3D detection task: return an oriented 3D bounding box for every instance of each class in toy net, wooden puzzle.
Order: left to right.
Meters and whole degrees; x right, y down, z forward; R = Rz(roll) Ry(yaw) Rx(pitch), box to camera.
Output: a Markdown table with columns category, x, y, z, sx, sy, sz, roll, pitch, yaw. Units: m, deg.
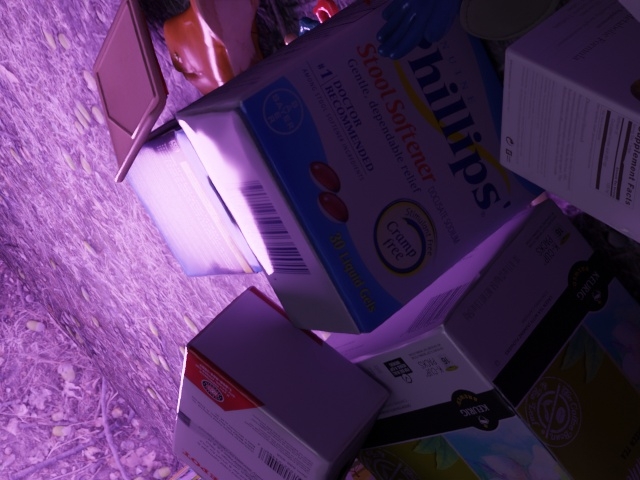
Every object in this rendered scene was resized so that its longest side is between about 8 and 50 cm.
| category | x | y | z | sx | sy | sz | roll | pitch | yaw |
| --- | --- | --- | --- | --- | --- | --- | --- | --- | --- |
| wooden puzzle | -0.287 | -0.238 | 1.641 | 0.221 | 0.044 | 0.238 | -46 | 52 | 53 |
| toy net | 0.007 | -0.240 | 1.287 | 0.122 | 0.045 | 0.232 | 16 | 138 | 48 |

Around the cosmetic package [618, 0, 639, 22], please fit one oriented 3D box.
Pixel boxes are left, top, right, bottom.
| category | x | y | z | sx | sy | sz | roll | pitch | yaw |
| --- | --- | --- | --- | --- | --- | --- | --- | --- | --- |
| cosmetic package | 0.313 | -0.192 | 0.707 | 0.183 | 0.151 | 0.151 | 49 | 156 | 9 |

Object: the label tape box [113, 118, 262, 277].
| category | x | y | z | sx | sy | sz | roll | pitch | yaw |
| --- | --- | --- | --- | --- | --- | --- | --- | --- | --- |
| label tape box | -0.168 | -0.076 | 1.699 | 0.348 | 0.115 | 0.249 | -8 | 115 | 59 |

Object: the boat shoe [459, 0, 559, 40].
| category | x | y | z | sx | sy | sz | roll | pitch | yaw |
| --- | --- | --- | --- | --- | --- | --- | --- | --- | --- |
| boat shoe | 0.182 | -0.255 | 0.950 | 0.081 | 0.068 | 0.227 | 11 | 160 | -7 |

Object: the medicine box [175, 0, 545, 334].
| category | x | y | z | sx | sy | sz | roll | pitch | yaw |
| --- | --- | --- | --- | --- | --- | --- | --- | --- | --- |
| medicine box | 0.049 | -0.091 | 1.112 | 0.149 | 0.289 | 0.263 | 0 | 123 | 59 |

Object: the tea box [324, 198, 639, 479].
| category | x | y | z | sx | sy | sz | roll | pitch | yaw |
| --- | --- | --- | --- | --- | --- | --- | --- | --- | --- |
| tea box | 0.202 | 0.179 | 1.212 | 0.323 | 0.220 | 0.329 | 48 | 148 | -7 |

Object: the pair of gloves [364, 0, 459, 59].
| category | x | y | z | sx | sy | sz | roll | pitch | yaw |
| --- | --- | --- | --- | --- | --- | --- | --- | --- | --- |
| pair of gloves | 0.093 | -0.252 | 0.973 | 0.159 | 0.023 | 0.198 | -49 | 36 | 26 |

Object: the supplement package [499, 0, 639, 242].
| category | x | y | z | sx | sy | sz | roll | pitch | yaw |
| --- | --- | --- | --- | --- | --- | --- | --- | --- | --- |
| supplement package | 0.288 | -0.091 | 0.892 | 0.244 | 0.139 | 0.133 | 34 | 149 | 32 |

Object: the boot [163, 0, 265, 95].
| category | x | y | z | sx | sy | sz | roll | pitch | yaw |
| --- | --- | --- | --- | --- | --- | --- | --- | --- | --- |
| boot | -0.155 | -0.292 | 1.417 | 0.211 | 0.104 | 0.295 | 17 | 141 | 50 |

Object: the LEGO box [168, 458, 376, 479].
| category | x | y | z | sx | sy | sz | roll | pitch | yaw |
| --- | --- | --- | --- | --- | --- | --- | --- | --- | --- |
| LEGO box | 0.031 | 0.392 | 1.504 | 0.372 | 0.500 | 0.193 | 56 | 155 | -6 |

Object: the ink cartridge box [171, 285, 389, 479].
| category | x | y | z | sx | sy | sz | roll | pitch | yaw |
| --- | --- | --- | --- | --- | --- | --- | --- | --- | --- |
| ink cartridge box | -0.057 | 0.209 | 1.229 | 0.197 | 0.114 | 0.272 | 37 | 146 | 13 |
